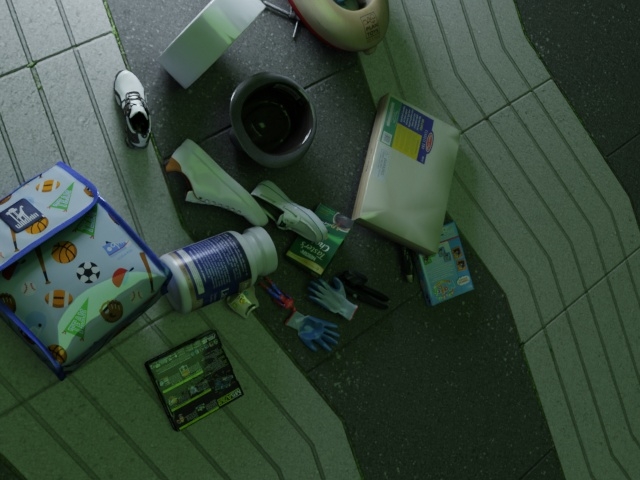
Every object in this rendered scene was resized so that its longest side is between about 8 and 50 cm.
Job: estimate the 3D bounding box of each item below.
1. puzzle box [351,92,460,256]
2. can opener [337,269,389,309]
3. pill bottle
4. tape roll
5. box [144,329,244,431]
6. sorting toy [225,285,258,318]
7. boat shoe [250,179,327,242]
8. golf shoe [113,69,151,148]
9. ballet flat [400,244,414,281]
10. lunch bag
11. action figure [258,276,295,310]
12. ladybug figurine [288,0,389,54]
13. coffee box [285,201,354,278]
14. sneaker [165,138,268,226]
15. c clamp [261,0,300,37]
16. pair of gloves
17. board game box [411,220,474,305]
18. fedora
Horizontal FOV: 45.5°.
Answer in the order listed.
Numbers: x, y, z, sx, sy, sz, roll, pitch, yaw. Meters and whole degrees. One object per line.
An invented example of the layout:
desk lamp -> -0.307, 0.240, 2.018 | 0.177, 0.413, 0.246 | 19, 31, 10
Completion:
puzzle box -> 0.252, -0.189, 2.177 | 0.272, 0.052, 0.408 | 24, 67, -23
can opener -> 0.119, 0.142, 2.099 | 0.186, 0.073, 0.059 | 36, 62, -29
pill bottle -> -0.248, 0.064, 1.863 | 0.265, 0.153, 0.153 | -22, 95, -27
tape roll -> -0.263, -0.501, 1.843 | 0.100, 0.286, 0.286 | 44, 67, -16
box -> -0.306, 0.340, 1.866 | 0.191, 0.045, 0.184 | -27, 99, -28
sorting toy -> -0.195, 0.157, 1.946 | 0.083, 0.045, 0.075 | -47, 113, -24
boat shoe -> -0.089, -0.059, 1.976 | 0.226, 0.083, 0.076 | 37, 49, 7
golf shoe -> -0.442, -0.323, 1.839 | 0.077, 0.094, 0.198 | -15, 90, -27
ballet flat -> 0.237, 0.036, 2.182 | 0.049, 0.057, 0.173 | -12, 85, 5
lunch bag -> -0.570, 0.053, 1.662 | 0.328, 0.239, 0.385 | -41, 87, -24
action figure -> -0.108, 0.144, 1.990 | 0.115, 0.030, 0.038 | 42, 62, -2
ladybug figurine -> 0.018, -0.699, 2.069 | 0.305, 0.162, 0.449 | -32, 99, -33
coffee box -> 0.000, 0.000, 2.037 | 0.113, 0.040, 0.184 | 32, 69, 8
sneaker -> -0.265, -0.114, 1.915 | 0.290, 0.106, 0.123 | 43, 81, -11
c clamp -> -0.116, -0.650, 2.081 | 0.161, 0.022, 0.137 | 24, 74, -24
pair of gloves -> 0.008, 0.194, 2.032 | 0.159, 0.023, 0.198 | 35, 85, -16
board game box -> 0.353, 0.067, 2.236 | 0.160, 0.039, 0.211 | -18, 92, -27
fedora -> -0.143, -0.300, 1.971 | 0.275, 0.124, 0.243 | -44, 107, -33
